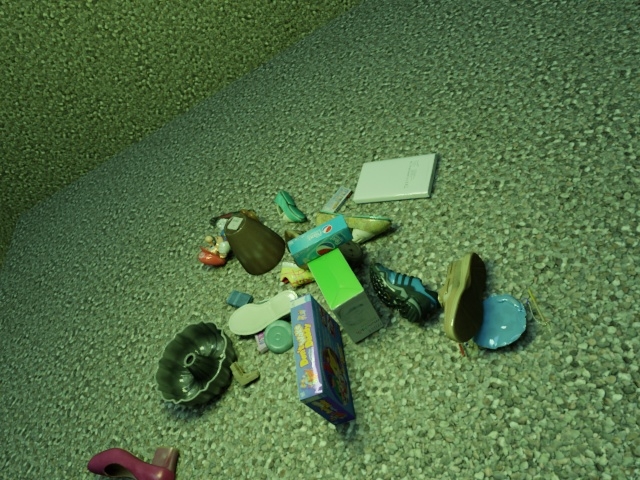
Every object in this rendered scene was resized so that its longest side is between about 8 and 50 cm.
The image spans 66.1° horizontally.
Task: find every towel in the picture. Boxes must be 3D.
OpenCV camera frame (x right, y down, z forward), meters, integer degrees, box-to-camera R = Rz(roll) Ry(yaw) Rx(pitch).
[{"bbox_3d":[-0.333,0.246,2.033,0.119,0.029,0.067,10,61,39],"label":"towel"}]

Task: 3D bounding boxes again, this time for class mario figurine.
[{"bbox_3d":[-0.430,-0.027,2.206,0.170,0.198,0.320,42,72,4],"label":"mario figurine"}]

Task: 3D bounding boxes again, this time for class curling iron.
[{"bbox_3d":[-0.429,-0.112,2.383,0.274,0.035,0.068,-12,47,26],"label":"curling iron"}]

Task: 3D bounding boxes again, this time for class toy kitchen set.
[{"bbox_3d":[-0.271,0.467,1.789,0.075,0.083,0.068,-31,3,8],"label":"toy kitchen set"}]

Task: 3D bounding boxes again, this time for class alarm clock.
[{"bbox_3d":[0.078,0.045,1.835,0.129,0.192,0.064,-111,33,-44],"label":"alarm clock"}]

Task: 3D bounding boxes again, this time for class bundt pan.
[{"bbox_3d":[-0.457,0.474,1.859,0.331,0.124,0.330,-18,47,20],"label":"bundt pan"}]

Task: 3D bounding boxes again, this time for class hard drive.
[{"bbox_3d":[0.306,-0.251,2.015,0.319,0.040,0.210,-3,54,31],"label":"hard drive"}]

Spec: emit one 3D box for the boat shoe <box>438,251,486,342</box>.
[{"bbox_3d":[0.428,0.182,1.516,0.110,0.121,0.341,-24,24,41],"label":"boat shoe"}]

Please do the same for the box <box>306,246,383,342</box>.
[{"bbox_3d":[0.077,0.177,1.675,0.127,0.231,0.262,-31,43,1],"label":"box"}]

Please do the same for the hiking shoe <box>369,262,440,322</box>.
[{"bbox_3d":[0.278,0.164,1.671,0.132,0.113,0.304,-20,37,-20],"label":"hiking shoe"}]

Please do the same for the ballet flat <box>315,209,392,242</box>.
[{"bbox_3d":[0.122,-0.046,1.930,0.349,0.123,0.123,9,61,37],"label":"ballet flat"}]

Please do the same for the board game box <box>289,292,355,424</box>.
[{"bbox_3d":[0.004,0.374,1.563,0.078,0.233,0.347,-23,45,15],"label":"board game box"}]

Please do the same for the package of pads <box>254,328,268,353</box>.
[{"bbox_3d":[-0.212,0.378,1.844,0.050,0.032,0.083,-31,44,3],"label":"package of pads"}]

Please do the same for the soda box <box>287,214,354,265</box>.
[{"bbox_3d":[0.000,0.000,1.659,0.210,0.067,0.071,-28,42,5],"label":"soda box"}]

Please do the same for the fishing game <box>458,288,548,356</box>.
[{"bbox_3d":[0.525,0.244,1.472,0.264,0.041,0.189,-30,36,16],"label":"fishing game"}]

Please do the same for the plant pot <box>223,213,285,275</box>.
[{"bbox_3d":[-0.297,-0.003,2.069,0.215,0.230,0.215,-18,47,20],"label":"plant pot"}]

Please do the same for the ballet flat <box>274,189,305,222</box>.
[{"bbox_3d":[-0.141,-0.130,2.193,0.087,0.083,0.247,-55,41,18],"label":"ballet flat"}]

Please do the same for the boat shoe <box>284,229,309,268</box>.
[{"bbox_3d":[-0.052,0.021,1.923,0.123,0.123,0.342,-8,13,-14],"label":"boat shoe"}]

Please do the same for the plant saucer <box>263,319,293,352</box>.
[{"bbox_3d":[-0.152,0.351,1.791,0.119,0.021,0.119,-2,81,11],"label":"plant saucer"}]

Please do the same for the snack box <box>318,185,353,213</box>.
[{"bbox_3d":[0.062,-0.156,2.109,0.064,0.022,0.178,28,73,45],"label":"snack box"}]

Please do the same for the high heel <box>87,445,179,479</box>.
[{"bbox_3d":[-0.676,0.824,1.705,0.377,0.127,0.181,-16,38,18],"label":"high heel"}]

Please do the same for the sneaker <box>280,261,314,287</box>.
[{"bbox_3d":[-0.074,0.144,1.923,0.209,0.081,0.094,5,70,40],"label":"sneaker"}]

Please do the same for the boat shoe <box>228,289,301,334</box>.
[{"bbox_3d":[-0.204,0.281,1.886,0.320,0.099,0.116,-26,72,18],"label":"boat shoe"}]
